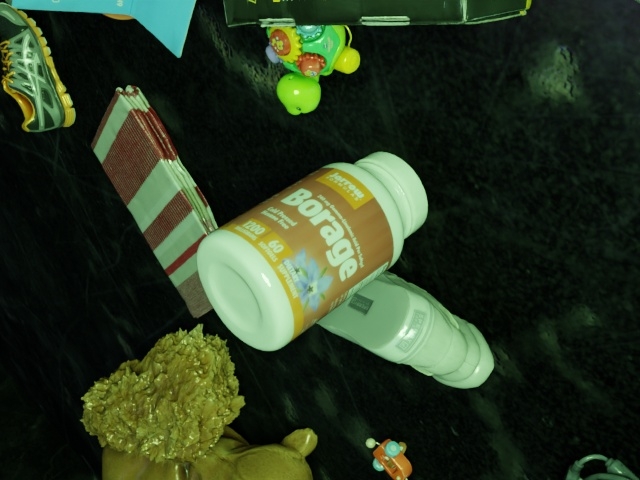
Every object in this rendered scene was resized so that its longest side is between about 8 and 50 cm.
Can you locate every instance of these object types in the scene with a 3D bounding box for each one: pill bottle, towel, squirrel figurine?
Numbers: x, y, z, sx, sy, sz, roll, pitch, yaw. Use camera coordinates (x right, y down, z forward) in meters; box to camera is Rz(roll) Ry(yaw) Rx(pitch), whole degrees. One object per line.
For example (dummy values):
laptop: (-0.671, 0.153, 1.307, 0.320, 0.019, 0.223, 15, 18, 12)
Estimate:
pill bottle: (0.000, 0.000, 0.751, 0.121, 0.216, 0.121, 33, 141, 32)
towel: (-0.230, -0.047, 1.184, 0.329, 0.037, 0.237, 59, 150, 0)
squirrel figurine: (-0.189, 0.345, 1.259, 0.370, 0.281, 0.397, -7, 115, 48)

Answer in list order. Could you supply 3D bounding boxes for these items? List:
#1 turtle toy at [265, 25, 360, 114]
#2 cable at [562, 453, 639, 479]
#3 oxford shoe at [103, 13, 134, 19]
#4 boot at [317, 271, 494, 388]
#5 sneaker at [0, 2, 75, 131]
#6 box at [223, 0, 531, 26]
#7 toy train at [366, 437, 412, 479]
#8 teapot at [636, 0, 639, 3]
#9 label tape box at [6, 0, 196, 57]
turtle toy: (-0.016, -0.183, 0.753, 0.095, 0.066, 0.130, 29, 138, 36)
cable: (0.298, 0.296, 0.782, 0.150, 0.047, 0.185, 30, 137, 27)
oxford shoe: (-0.263, -0.420, 0.828, 0.132, 0.129, 0.364, 35, 137, 56)
boot: (0.078, 0.088, 0.841, 0.123, 0.095, 0.258, 32, -179, -22)
sneaker: (-0.474, -0.273, 1.264, 0.084, 0.083, 0.215, -7, 111, 56)
box: (0.016, -0.313, 0.544, 0.257, 0.079, 0.322, 16, 119, 48)
toy train: (0.102, 0.329, 1.062, 0.125, 0.046, 0.166, 45, 142, 21)
teapot: (0.152, -0.252, 0.381, 0.252, 0.187, 0.256, 31, 116, 5)
label tape box: (-0.233, -0.331, 0.647, 0.333, 0.106, 0.241, 45, 138, 15)
